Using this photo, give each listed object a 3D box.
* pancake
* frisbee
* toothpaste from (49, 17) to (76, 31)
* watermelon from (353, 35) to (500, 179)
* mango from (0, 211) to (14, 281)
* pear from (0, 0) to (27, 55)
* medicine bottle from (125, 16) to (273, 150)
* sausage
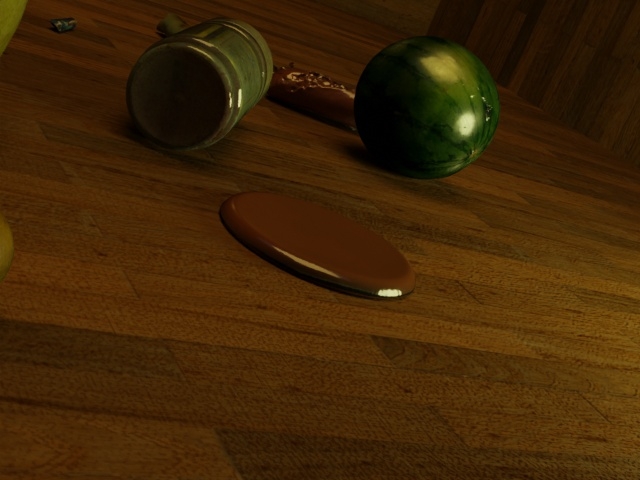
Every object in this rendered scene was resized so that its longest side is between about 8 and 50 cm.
[{"bbox_3d":[-0.150,-0.354,2.007,0.376,0.054,0.197,26,17,5],"label":"pancake"},{"bbox_3d":[0.000,0.000,1.229,0.251,0.021,0.251,20,17,-6],"label":"frisbee"},{"bbox_3d":[-0.433,-0.366,1.748,0.027,0.019,0.083,47,19,-4],"label":"toothpaste"},{"bbox_3d":[0.176,-0.221,1.727,0.242,0.242,0.242,21,18,-7],"label":"watermelon"},{"bbox_3d":[-0.314,-0.009,0.704,0.221,0.120,0.151,22,15,-30],"label":"mango"},{"bbox_3d":[-0.433,-0.267,1.018,0.304,0.304,0.304,21,18,-7],"label":"pear"},{"bbox_3d":[-0.164,-0.226,1.458,0.151,0.151,0.322,23,18,-1],"label":"medicine bottle"},{"bbox_3d":[0.059,-0.247,1.916,0.327,0.079,0.087,19,-5,-13],"label":"sausage"}]
